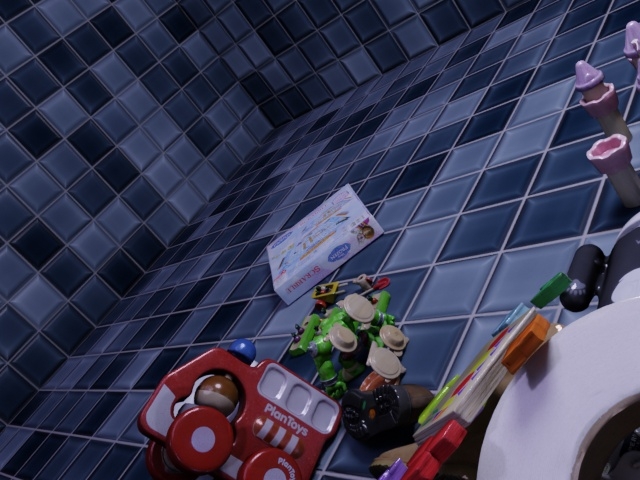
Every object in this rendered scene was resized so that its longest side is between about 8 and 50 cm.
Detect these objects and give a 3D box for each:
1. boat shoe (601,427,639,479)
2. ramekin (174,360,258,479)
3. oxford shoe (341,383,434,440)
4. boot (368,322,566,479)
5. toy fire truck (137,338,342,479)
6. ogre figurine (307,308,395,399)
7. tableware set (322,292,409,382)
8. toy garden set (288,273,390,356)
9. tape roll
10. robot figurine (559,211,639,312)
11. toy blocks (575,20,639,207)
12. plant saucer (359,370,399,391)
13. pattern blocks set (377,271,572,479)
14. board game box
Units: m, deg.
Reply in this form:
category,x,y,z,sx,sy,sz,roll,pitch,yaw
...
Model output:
category,x,y,z,sx,sy,sz,roll,pitch,yaw
boat shoe,0.339,0.233,0.658,0.096,0.088,0.267,-48,22,-23
ramekin,-0.184,0.358,1.214,0.277,0.135,0.277,-34,21,15
oxford shoe,0.105,0.275,1.000,0.227,0.096,0.083,-31,61,60
boot,0.215,0.242,0.868,0.269,0.089,0.236,-46,14,-34
toy fire truck,-0.130,0.303,1.029,0.169,0.302,0.254,-46,12,51
ogre figurine,0.054,0.190,1.183,0.197,0.118,0.097,-40,21,-4
tableware set,0.089,0.172,1.120,0.020,0.168,0.141,-57,-6,38
toy garden set,0.045,0.144,1.389,0.244,0.049,0.204,-23,26,36
tape roll,0.321,0.229,0.513,0.391,0.072,0.392,-21,52,29
robot figurine,0.420,0.077,0.733,0.173,0.209,0.278,-40,13,52
toy blocks,0.583,-0.273,1.042,0.308,0.260,0.289,-26,24,32
plant saucer,0.105,0.258,1.104,0.083,0.013,0.083,-33,22,15
pattern blocks set,0.180,0.167,0.722,0.325,0.026,0.285,-44,-12,-20
board game box,0.000,0.000,1.733,0.318,0.066,0.318,-37,21,6
